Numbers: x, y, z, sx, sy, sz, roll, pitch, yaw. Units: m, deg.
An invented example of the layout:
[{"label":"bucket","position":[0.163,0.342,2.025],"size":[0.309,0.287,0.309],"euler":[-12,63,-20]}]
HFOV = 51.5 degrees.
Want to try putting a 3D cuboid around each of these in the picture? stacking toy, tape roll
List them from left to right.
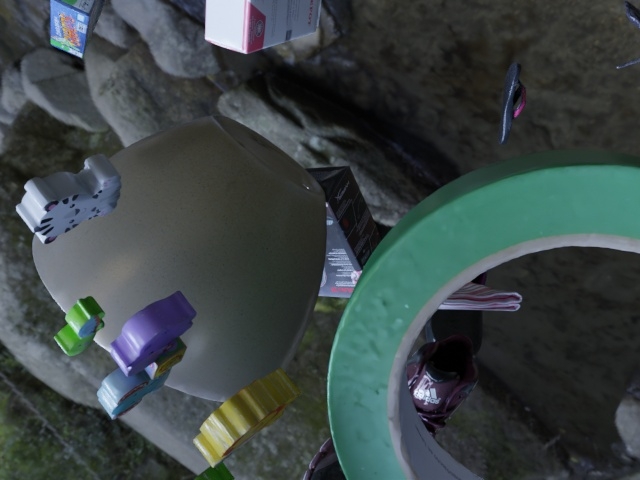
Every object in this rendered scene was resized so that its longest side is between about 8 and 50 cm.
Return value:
[{"label":"stacking toy","position":[-0.109,0.075,0.396],"size":[0.167,0.052,0.221],"euler":[48,144,14]},{"label":"tape roll","position":[0.167,0.102,0.452],"size":[0.321,0.321,0.077],"euler":[36,-163,0]}]

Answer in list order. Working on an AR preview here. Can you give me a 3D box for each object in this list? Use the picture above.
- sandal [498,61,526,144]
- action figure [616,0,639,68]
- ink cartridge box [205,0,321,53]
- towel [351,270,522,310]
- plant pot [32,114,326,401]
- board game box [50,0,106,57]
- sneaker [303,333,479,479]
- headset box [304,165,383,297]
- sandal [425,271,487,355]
[{"label":"sandal","position":[0.391,-0.277,1.340],"size":[0.040,0.067,0.179],"euler":[3,130,7]},{"label":"action figure","position":[0.494,-0.304,0.810],"size":[0.164,0.141,0.275],"euler":[61,150,23]},{"label":"ink cartridge box","position":[-0.086,-0.411,1.086],"size":[0.092,0.218,0.158],"euler":[23,124,24]},{"label":"towel","position":[0.131,0.054,0.802],"size":[0.144,0.029,0.197],"euler":[4,-176,-14]},{"label":"plant pot","position":[-0.103,-0.009,0.660],"size":[0.284,0.191,0.284],"euler":[35,-166,-10]},{"label":"board game box","position":[-0.200,-0.284,0.622],"size":[0.035,0.201,0.136],"euler":[22,172,-20]},{"label":"sneaker","position":[0.078,0.197,0.702],"size":[0.106,0.281,0.162],"euler":[34,144,12]},{"label":"headset box","position":[0.000,0.000,1.331],"size":[0.218,0.110,0.293],"euler":[1,135,33]},{"label":"sandal","position":[0.339,0.067,1.582],"size":[0.168,0.445,0.107],"euler":[13,147,-13]}]
